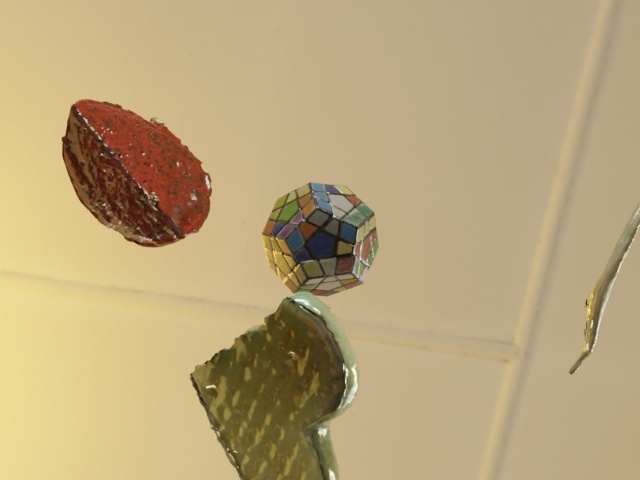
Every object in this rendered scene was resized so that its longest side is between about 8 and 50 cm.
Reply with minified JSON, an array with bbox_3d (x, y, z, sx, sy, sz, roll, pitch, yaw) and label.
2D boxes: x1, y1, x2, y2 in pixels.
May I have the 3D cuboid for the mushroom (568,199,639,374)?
[{"bbox_3d":[0.384,0.038,1.211,0.068,0.043,0.306,22,-83,-30],"label":"mushroom"}]

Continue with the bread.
[{"bbox_3d":[-0.044,0.152,0.861,0.173,0.064,0.232,13,-76,29],"label":"bread"}]

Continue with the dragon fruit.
[{"bbox_3d":[-0.168,-0.056,0.880,0.162,0.106,0.083,45,-57,6],"label":"dragon fruit"}]

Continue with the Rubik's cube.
[{"bbox_3d":[0.000,0.000,0.871,0.111,0.111,0.093,-10,-109,-8],"label":"Rubik's cube"}]
